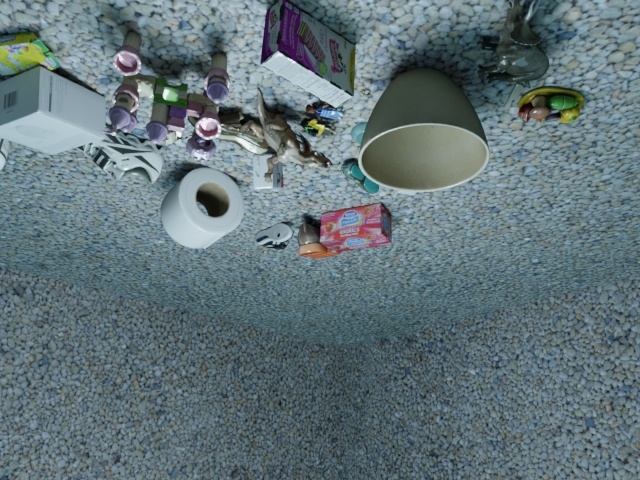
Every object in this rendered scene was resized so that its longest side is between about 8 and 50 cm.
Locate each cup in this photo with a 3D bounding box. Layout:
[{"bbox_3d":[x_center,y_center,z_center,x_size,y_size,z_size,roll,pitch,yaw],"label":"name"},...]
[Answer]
[{"bbox_3d":[0.268,-0.308,1.592,0.331,0.237,0.331,3,156,1],"label":"cup"}]

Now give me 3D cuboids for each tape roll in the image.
[{"bbox_3d":[-0.410,-0.111,2.102,0.246,0.246,0.169,18,151,-31],"label":"tape roll"}]

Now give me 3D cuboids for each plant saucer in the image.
[{"bbox_3d":[0.151,-0.318,1.846,0.119,0.021,0.119,3,156,1],"label":"plant saucer"}]

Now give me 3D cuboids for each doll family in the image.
[{"bbox_3d":[-0.002,-0.349,1.739,0.111,0.076,0.193,13,150,-12],"label":"doll family"}]

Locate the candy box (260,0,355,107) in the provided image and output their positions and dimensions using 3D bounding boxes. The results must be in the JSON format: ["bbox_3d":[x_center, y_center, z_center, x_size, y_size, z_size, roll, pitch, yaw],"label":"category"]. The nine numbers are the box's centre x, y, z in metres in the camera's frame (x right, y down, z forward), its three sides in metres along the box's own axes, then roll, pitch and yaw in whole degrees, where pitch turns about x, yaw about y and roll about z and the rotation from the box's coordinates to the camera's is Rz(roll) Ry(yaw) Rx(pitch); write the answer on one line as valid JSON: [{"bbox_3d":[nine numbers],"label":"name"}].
[{"bbox_3d":[-0.023,-0.438,1.426,0.233,0.159,0.071,21,151,-37],"label":"candy box"}]

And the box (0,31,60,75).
[{"bbox_3d":[-0.770,-0.480,1.553,0.179,0.043,0.105,-1,156,12],"label":"box"}]

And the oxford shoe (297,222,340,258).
[{"bbox_3d":[0.000,0.000,2.481,0.130,0.133,0.363,-11,172,13],"label":"oxford shoe"}]

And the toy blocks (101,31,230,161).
[{"bbox_3d":[-0.387,-0.308,1.529,0.288,0.260,0.309,9,134,-16],"label":"toy blocks"}]

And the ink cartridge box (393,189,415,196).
[{"bbox_3d":[0.295,-0.218,1.957,0.060,0.104,0.180,8,156,-14],"label":"ink cartridge box"}]

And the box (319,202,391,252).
[{"bbox_3d":[0.136,-0.046,2.331,0.257,0.128,0.122,-9,154,25],"label":"box"}]

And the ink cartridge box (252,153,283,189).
[{"bbox_3d":[-0.165,-0.218,1.925,0.063,0.109,0.150,-1,-174,9],"label":"ink cartridge box"}]

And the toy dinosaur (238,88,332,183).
[{"bbox_3d":[-0.111,-0.301,1.762,0.127,0.200,0.296,-23,104,36],"label":"toy dinosaur"}]

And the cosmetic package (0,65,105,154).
[{"bbox_3d":[-0.760,-0.351,1.678,0.224,0.138,0.224,-10,165,26],"label":"cosmetic package"}]

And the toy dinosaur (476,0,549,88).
[{"bbox_3d":[0.477,-0.427,1.449,0.160,0.121,0.313,2,156,37],"label":"toy dinosaur"}]

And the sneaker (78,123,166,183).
[{"bbox_3d":[-0.657,-0.268,1.898,0.330,0.146,0.122,15,155,-22],"label":"sneaker"}]

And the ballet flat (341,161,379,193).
[{"bbox_3d":[0.132,-0.216,2.049,0.070,0.070,0.188,-12,150,30],"label":"ballet flat"}]

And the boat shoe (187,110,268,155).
[{"bbox_3d":[-0.259,-0.343,1.780,0.257,0.095,0.095,18,117,-31],"label":"boat shoe"}]

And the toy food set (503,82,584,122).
[{"bbox_3d":[0.616,-0.353,1.657,0.218,0.071,0.128,6,156,-7],"label":"toy food set"}]

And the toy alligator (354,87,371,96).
[{"bbox_3d":[0.042,-0.417,1.605,0.189,0.056,0.051,11,-163,-21],"label":"toy alligator"}]

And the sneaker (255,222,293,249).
[{"bbox_3d":[-0.159,-0.013,2.514,0.121,0.079,0.217,20,159,-41],"label":"sneaker"}]

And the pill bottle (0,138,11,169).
[{"bbox_3d":[-0.966,-0.288,1.715,0.162,0.278,0.162,2,155,1],"label":"pill bottle"}]
